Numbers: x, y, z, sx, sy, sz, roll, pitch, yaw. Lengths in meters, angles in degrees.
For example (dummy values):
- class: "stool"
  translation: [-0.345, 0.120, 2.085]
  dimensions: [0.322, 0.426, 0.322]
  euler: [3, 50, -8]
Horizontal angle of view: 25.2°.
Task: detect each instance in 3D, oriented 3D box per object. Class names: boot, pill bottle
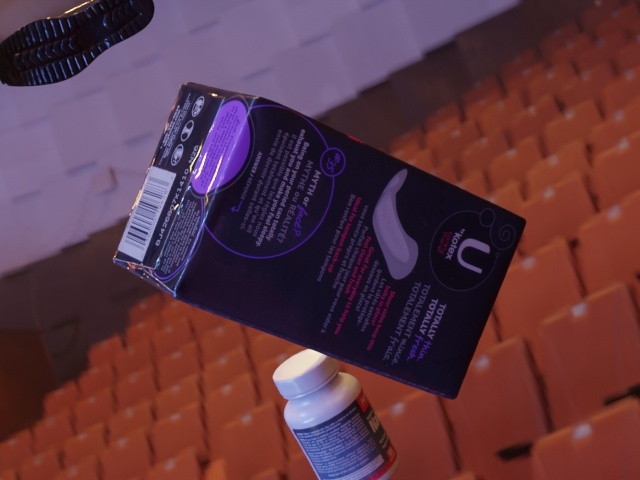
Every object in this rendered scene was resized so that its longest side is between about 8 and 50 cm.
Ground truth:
- class: "boot"
  translation: [-0.291, -0.241, 1.697]
  dimensions: [0.198, 0.076, 0.137]
  euler: [-22, 14, -5]
- class: "pill bottle"
  translation: [0.016, 0.230, 1.821]
  dimensions: [0.108, 0.180, 0.108]
  euler: [-26, 16, 8]

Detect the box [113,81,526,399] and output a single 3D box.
- class: "box"
  translation: [0.000, 0.000, 1.144]
  dimensions: [0.270, 0.165, 0.143]
  euler: [23, -1, -29]
